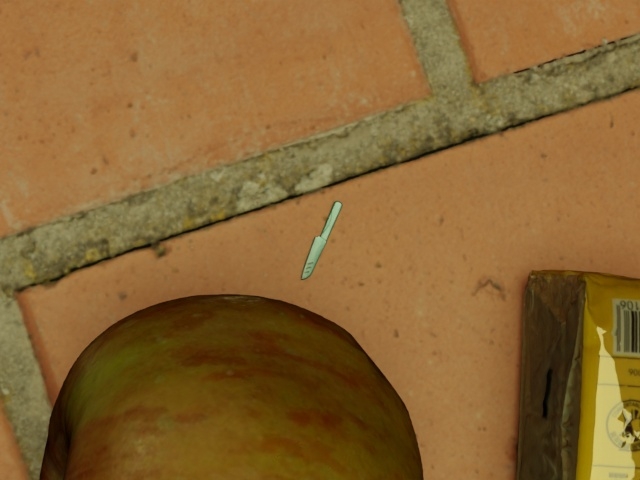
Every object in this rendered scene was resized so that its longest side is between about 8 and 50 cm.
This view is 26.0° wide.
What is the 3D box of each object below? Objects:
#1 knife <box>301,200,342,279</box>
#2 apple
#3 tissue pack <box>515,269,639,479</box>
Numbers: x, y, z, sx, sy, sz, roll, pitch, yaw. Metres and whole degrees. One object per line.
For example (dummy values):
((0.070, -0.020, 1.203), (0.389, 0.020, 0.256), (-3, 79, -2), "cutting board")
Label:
((0.000, 0.000, 1.437), (0.014, 0.005, 0.091), (24, 84, -7), "knife")
((-0.079, 0.245, 1.220), (0.333, 0.400, 0.400), (8, 85, -14), "apple")
((0.399, 0.184, 1.368), (0.382, 0.228, 0.293), (4, 85, -6), "tissue pack")
